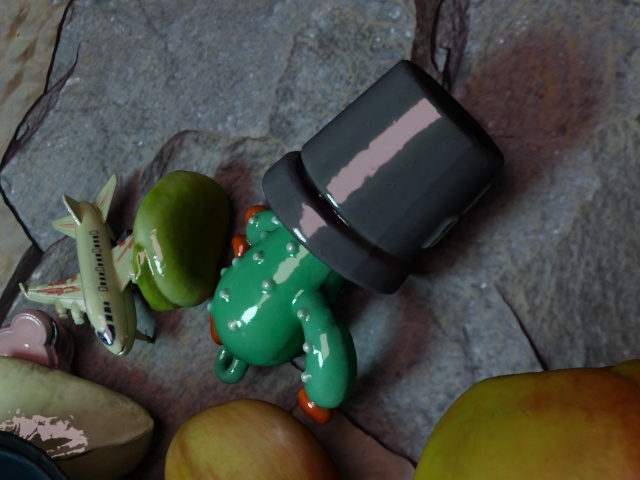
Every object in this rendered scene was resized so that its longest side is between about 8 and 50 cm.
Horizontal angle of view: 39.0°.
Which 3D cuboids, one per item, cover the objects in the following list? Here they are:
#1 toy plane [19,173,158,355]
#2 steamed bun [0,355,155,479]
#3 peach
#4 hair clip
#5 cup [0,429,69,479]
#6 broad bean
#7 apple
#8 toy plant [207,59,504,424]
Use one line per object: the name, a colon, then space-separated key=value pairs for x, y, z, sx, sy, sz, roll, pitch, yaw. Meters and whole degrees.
toy plane: x=-0.272 y=0.039 z=1.138 sx=0.242 sy=0.104 sz=0.256 roll=-33 pitch=62 yaw=12
steamed bun: x=-0.327 y=0.265 z=1.072 sx=0.231 sy=0.110 sz=0.212 roll=14 pitch=97 yaw=15
peach: x=0.209 y=0.259 z=0.708 sx=0.308 sy=0.308 sz=0.332 roll=-2 pitch=78 yaw=28
hair clip: x=-0.363 y=0.167 z=1.147 sx=0.123 sy=0.102 sz=0.138 roll=-22 pitch=66 yaw=24
cup: x=-0.409 y=0.319 z=0.864 sx=0.292 sy=0.308 sz=0.242 roll=-24 pitch=87 yaw=46
broad bean: x=-0.170 y=0.001 z=1.082 sx=0.082 sy=0.124 sz=0.174 roll=-16 pitch=62 yaw=39
apple: x=-0.075 y=0.257 z=0.930 sx=0.199 sy=0.199 sz=0.199 roll=-8 pitch=71 yaw=26
toy plant: x=0.007 y=0.010 z=0.957 sx=0.400 sy=0.185 sz=0.279 roll=-45 pitch=68 yaw=19
